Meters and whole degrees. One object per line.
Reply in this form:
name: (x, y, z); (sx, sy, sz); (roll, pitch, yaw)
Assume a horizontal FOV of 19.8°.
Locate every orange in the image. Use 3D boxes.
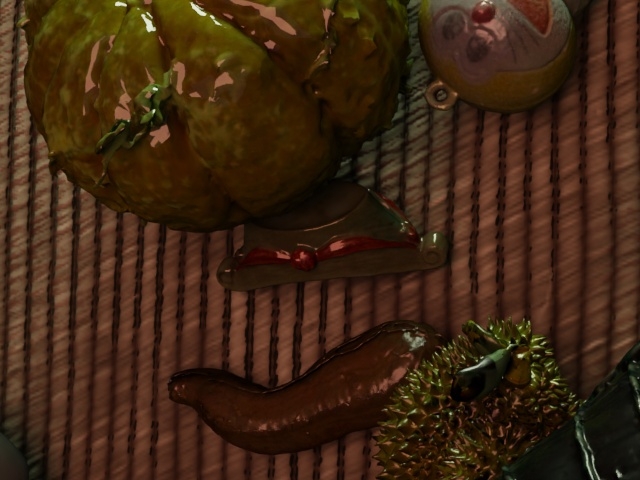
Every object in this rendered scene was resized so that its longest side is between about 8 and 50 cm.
orange: (-0.078, -0.142, 1.328); (0.300, 0.223, 0.301); (-45, 50, -5)

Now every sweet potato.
sweet potato: (-0.007, 0.116, 1.366); (0.233, 0.062, 0.081); (-14, 61, 22)

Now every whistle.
whistle: (0.152, -0.179, 1.309); (0.123, 0.123, 0.223); (41, 85, 20)

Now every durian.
durian: (0.120, 0.146, 1.266); (0.159, 0.146, 0.198); (-6, 95, 55)

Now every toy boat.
toy boat: (0.000, -0.001, 1.368); (0.185, 0.071, 0.089); (-7, 40, 20)

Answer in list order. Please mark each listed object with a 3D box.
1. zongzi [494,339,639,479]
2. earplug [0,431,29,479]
zongzi: (0.170, 0.186, 1.086); (0.319, 0.362, 0.383); (-109, 35, -54)
earplug: (-0.371, 0.174, 1.451); (0.325, 0.175, 0.214); (28, 119, 28)
